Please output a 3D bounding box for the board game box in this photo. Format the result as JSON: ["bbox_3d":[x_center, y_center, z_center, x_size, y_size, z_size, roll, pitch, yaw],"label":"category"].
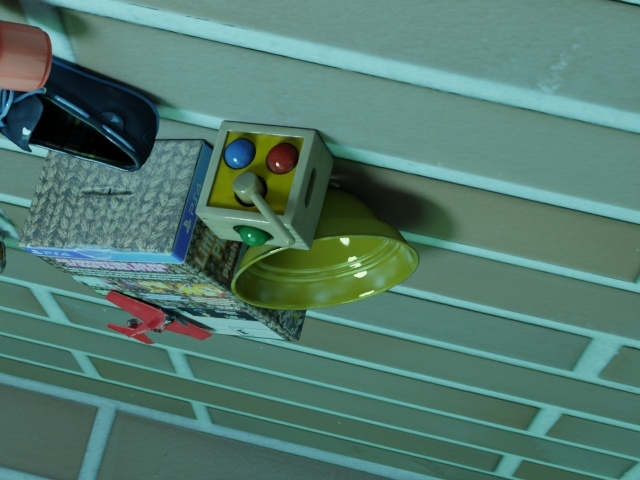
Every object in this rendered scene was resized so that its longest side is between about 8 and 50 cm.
[{"bbox_3d":[-0.174,0.003,1.748,0.232,0.141,0.291,3,158,32],"label":"board game box"}]

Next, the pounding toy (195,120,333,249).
[{"bbox_3d":[-0.057,-0.049,1.506,0.130,0.141,0.100,7,160,21],"label":"pounding toy"}]

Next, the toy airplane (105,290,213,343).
[{"bbox_3d":[-0.218,0.105,1.808,0.151,0.028,0.151,14,161,5],"label":"toy airplane"}]

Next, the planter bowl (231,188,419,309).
[{"bbox_3d":[0.000,0.000,1.645,0.217,0.090,0.217,-7,157,-3],"label":"planter bowl"}]

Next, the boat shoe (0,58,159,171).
[{"bbox_3d":[-0.294,-0.139,1.480,0.258,0.089,0.109,11,140,-8],"label":"boat shoe"}]

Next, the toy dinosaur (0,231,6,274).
[{"bbox_3d":[-0.584,-0.024,2.052,0.218,0.164,0.322,-9,135,21],"label":"toy dinosaur"}]

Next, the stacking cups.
[{"bbox_3d":[-0.401,-0.177,1.292,0.316,0.096,0.096,8,168,-35],"label":"stacking cups"}]
